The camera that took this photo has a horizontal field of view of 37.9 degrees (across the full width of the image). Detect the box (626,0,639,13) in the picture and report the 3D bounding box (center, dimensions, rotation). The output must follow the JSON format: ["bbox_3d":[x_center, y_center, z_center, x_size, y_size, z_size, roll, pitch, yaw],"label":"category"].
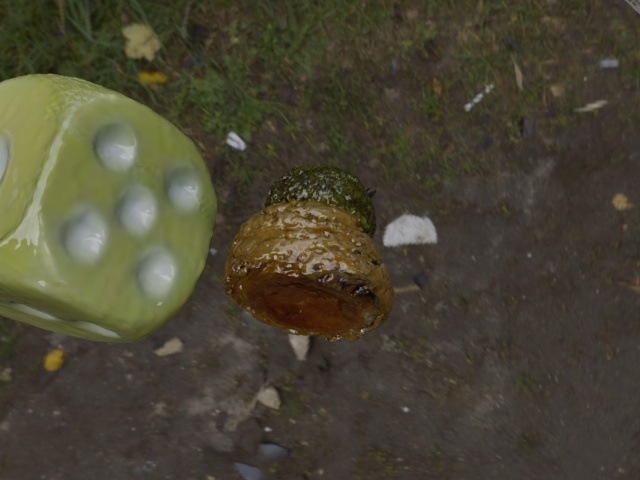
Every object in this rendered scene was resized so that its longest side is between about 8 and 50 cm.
[{"bbox_3d":[0.236,-0.347,0.728,0.214,0.069,0.353,-41,75,0],"label":"box"}]

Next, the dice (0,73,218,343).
[{"bbox_3d":[-0.200,-0.020,0.742,0.166,0.169,0.169,1,68,40],"label":"dice"}]

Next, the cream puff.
[{"bbox_3d":[0.000,0.000,1.005,0.183,0.183,0.169,3,59,18],"label":"cream puff"}]
